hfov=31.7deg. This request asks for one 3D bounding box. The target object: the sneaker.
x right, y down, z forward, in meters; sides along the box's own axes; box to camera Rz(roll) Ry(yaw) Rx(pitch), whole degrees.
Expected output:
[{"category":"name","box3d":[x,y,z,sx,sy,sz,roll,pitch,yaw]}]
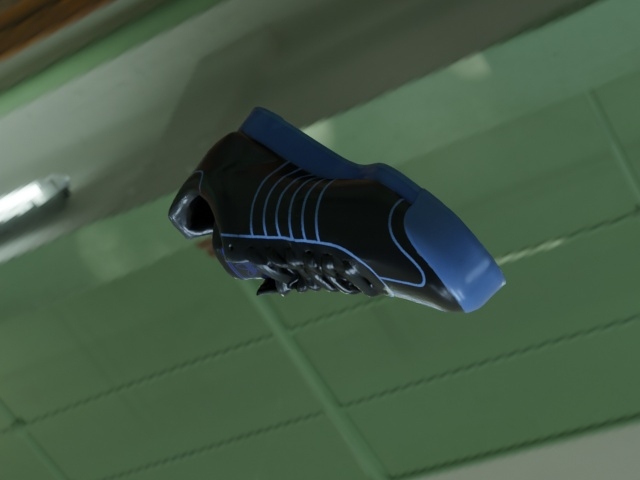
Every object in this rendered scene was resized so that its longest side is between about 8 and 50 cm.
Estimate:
[{"category":"sneaker","box3d":[0.000,0.000,0.628,0.090,0.081,0.232,-47,-141,-10]}]
